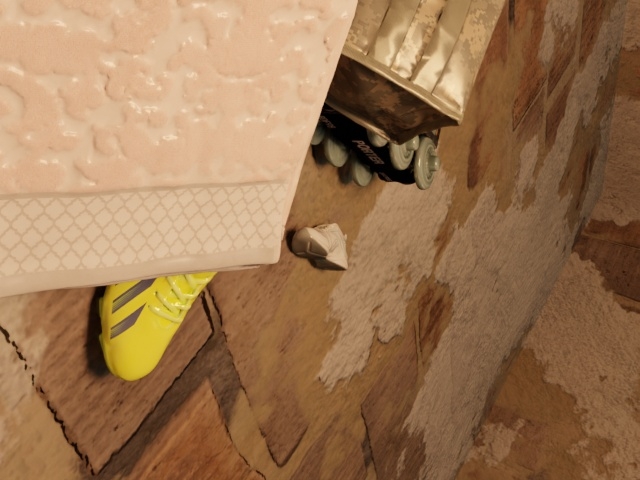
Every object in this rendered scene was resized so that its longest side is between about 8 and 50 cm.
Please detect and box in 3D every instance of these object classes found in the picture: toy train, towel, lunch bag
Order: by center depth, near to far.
[{"bbox_3d":[-0.140,-0.099,0.647,0.331,0.053,0.317,-6,125,-35],"label":"towel"},{"bbox_3d":[0.044,-0.279,0.869,0.287,0.169,0.235,27,76,-19],"label":"lunch bag"},{"bbox_3d":[0.078,-0.190,1.114,0.334,0.142,0.190,31,66,-61],"label":"toy train"}]

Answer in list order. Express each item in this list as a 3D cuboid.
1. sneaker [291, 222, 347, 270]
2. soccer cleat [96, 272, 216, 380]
[{"bbox_3d":[0.000,0.000,1.170,0.152,0.053,0.061,38,57,-65],"label":"sneaker"},{"bbox_3d":[-0.136,0.013,0.834,0.093,0.121,0.289,36,74,-62],"label":"soccer cleat"}]
